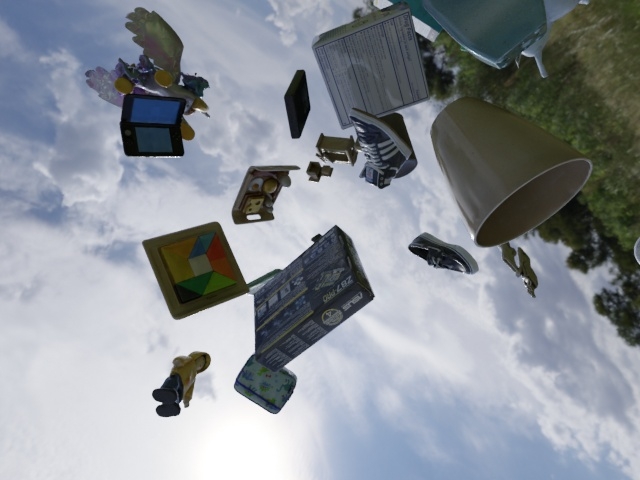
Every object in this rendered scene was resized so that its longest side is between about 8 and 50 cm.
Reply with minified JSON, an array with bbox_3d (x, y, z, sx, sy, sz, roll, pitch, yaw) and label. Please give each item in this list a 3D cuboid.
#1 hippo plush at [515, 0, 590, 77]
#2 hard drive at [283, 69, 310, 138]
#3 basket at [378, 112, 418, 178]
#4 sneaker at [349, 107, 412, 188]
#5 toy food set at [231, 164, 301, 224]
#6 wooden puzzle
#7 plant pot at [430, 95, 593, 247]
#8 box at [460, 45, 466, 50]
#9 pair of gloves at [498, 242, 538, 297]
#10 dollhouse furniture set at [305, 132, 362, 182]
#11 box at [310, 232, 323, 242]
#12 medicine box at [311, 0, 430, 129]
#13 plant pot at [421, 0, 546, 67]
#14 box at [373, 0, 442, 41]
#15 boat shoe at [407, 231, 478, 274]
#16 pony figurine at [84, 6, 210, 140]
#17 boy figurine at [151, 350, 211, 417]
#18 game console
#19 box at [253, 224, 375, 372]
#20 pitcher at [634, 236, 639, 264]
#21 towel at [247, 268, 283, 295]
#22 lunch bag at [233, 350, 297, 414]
[{"bbox_3d":[0.687,-0.742,1.374,0.234,0.236,0.294,14,-122,-13],"label":"hippo plush"},{"bbox_3d":[-0.046,-0.287,0.899,0.135,0.022,0.094,-78,-16,-48],"label":"hard drive"},{"bbox_3d":[0.283,-0.374,1.713,0.204,0.154,0.227,-12,-115,-18],"label":"basket"},{"bbox_3d":[0.145,-0.244,1.196,0.099,0.153,0.282,38,-171,39],"label":"sneaker"},{"bbox_3d":[-0.228,-0.190,1.800,0.220,0.306,0.092,-11,-127,-43],"label":"toy food set"},{"bbox_3d":[-0.328,0.069,1.147,0.221,0.044,0.238,-20,-105,-34],"label":"wooden puzzle"},{"bbox_3d":[0.358,-0.167,0.905,0.256,0.256,0.274,7,-135,-45],"label":"plant pot"},{"bbox_3d":[0.539,-0.759,1.484,0.043,0.105,0.179,18,-107,10],"label":"box"},{"bbox_3d":[0.669,0.067,1.481,0.240,0.042,0.204,39,-144,-24],"label":"pair of gloves"},{"bbox_3d":[0.071,-0.239,1.361,0.101,0.182,0.161,56,-131,-59],"label":"dollhouse furniture set"},{"bbox_3d":[0.000,0.000,2.324,0.083,0.018,0.067,33,-134,25],"label":"box"},{"bbox_3d":[0.153,-0.519,1.288,0.149,0.289,0.263,-88,-22,-54],"label":"medicine box"},{"bbox_3d":[0.473,-0.617,1.163,0.252,0.248,0.247,56,-149,4],"label":"plant pot"},{"bbox_3d":[0.292,-0.751,1.397,0.244,0.060,0.100,32,-171,-1],"label":"box"},{"bbox_3d":[0.436,0.060,1.566,0.301,0.102,0.108,38,156,52],"label":"boat shoe"},{"bbox_3d":[-0.470,-0.451,1.238,0.351,0.303,0.363,36,-168,-24],"label":"pony figurine"},{"bbox_3d":[-0.447,0.461,1.414,0.285,0.092,0.177,-57,-38,-75],"label":"boy figurine"},{"bbox_3d":[-0.388,-0.266,1.013,0.144,0.085,0.124,-8,-93,-37],"label":"game console"},{"bbox_3d":[-0.042,0.169,1.331,0.097,0.395,0.318,42,-164,-27],"label":"box"},{"bbox_3d":[0.526,0.012,0.527,0.125,0.177,0.207,-10,-137,-30],"label":"pitcher"},{"bbox_3d":[-0.145,0.201,1.781,0.325,0.248,0.038,22,-131,-48],"label":"towel"},{"bbox_3d":[-0.211,0.549,1.651,0.219,0.176,0.090,34,179,1],"label":"lunch bag"}]
